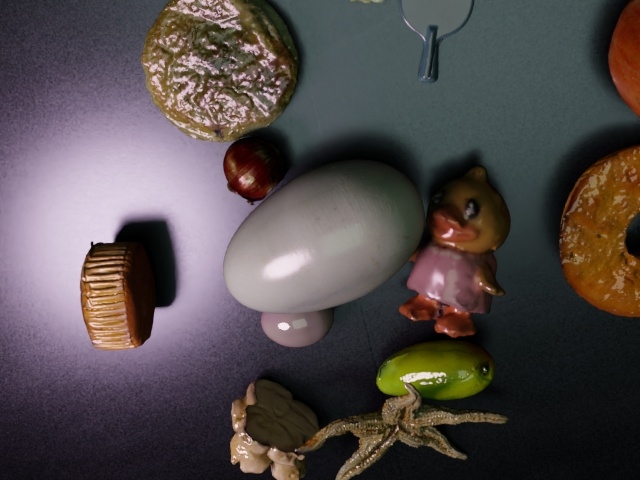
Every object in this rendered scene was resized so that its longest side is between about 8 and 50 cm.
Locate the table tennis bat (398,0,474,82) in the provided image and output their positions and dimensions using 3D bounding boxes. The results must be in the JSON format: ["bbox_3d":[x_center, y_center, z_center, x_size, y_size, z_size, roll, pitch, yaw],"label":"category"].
[{"bbox_3d":[0.186,-0.360,1.480,0.124,0.033,0.201,6,107,6],"label":"table tennis bat"}]

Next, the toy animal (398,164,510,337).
[{"bbox_3d":[0.242,0.011,1.534,0.195,0.169,0.281,21,115,34],"label":"toy animal"}]

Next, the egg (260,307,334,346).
[{"bbox_3d":[-0.042,0.142,1.636,0.135,0.103,0.103,-10,108,11],"label":"egg"}]

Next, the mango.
[{"bbox_3d":[0.207,0.236,1.636,0.233,0.125,0.111,-15,68,35],"label":"mango"}]

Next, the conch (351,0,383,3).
[{"bbox_3d":[0.099,-0.454,1.439,0.106,0.079,0.170,44,93,-6],"label":"conch"}]

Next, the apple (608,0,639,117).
[{"bbox_3d":[0.596,-0.278,1.341,0.302,0.301,0.301,2,109,5],"label":"apple"}]

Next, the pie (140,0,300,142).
[{"bbox_3d":[-0.174,-0.296,1.514,0.277,0.078,0.277,2,108,6],"label":"pie"}]

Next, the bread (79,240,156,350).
[{"bbox_3d":[-0.355,0.097,1.611,0.104,0.199,0.199,-2,109,5],"label":"bread"}]

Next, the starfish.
[{"bbox_3d":[0.146,0.354,1.652,0.347,0.078,0.358,-34,140,19],"label":"starfish"}]

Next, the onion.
[{"bbox_3d":[-0.117,-0.124,1.545,0.119,0.117,0.118,-2,100,-9],"label":"onion"}]

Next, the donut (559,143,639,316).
[{"bbox_3d":[0.538,-0.026,1.518,0.303,0.110,0.302,1,108,3],"label":"donut"}]

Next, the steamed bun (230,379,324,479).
[{"bbox_3d":[-0.088,0.368,1.691,0.192,0.177,0.106,27,119,-18],"label":"steamed bun"}]

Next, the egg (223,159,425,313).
[{"bbox_3d":[0.000,0.000,1.518,0.371,0.230,0.230,-25,105,19],"label":"egg"}]
